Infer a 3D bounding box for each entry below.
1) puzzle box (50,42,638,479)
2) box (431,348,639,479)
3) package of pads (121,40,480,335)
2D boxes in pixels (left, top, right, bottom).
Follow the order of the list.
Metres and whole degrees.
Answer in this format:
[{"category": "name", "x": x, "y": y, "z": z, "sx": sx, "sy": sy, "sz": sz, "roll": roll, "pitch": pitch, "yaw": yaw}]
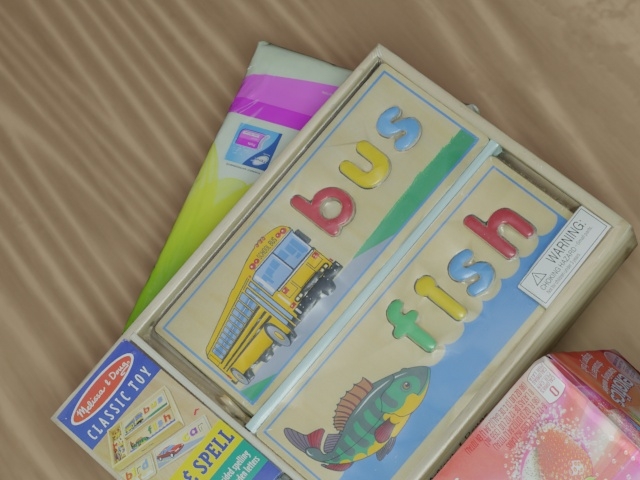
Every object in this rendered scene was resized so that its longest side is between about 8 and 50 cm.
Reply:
[{"category": "puzzle box", "x": 0.016, "y": 0.071, "z": 1.520, "sx": 0.272, "sy": 0.052, "sz": 0.409, "roll": 37, "pitch": 84, "yaw": 25}, {"category": "box", "x": 0.141, "y": 0.232, "z": 1.397, "sx": 0.142, "sy": 0.154, "sz": 0.300, "roll": 46, "pitch": 108, "yaw": 22}, {"category": "package of pads", "x": 0.000, "y": 0.000, "z": 1.638, "sx": 0.229, "sy": 0.101, "sz": 0.297, "roll": 19, "pitch": 76, "yaw": 22}]
